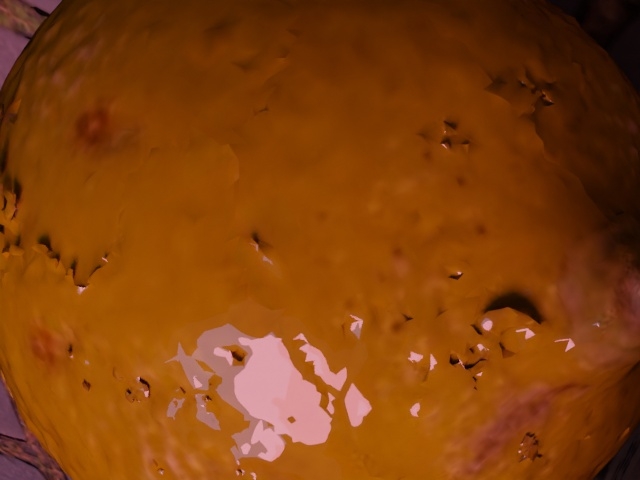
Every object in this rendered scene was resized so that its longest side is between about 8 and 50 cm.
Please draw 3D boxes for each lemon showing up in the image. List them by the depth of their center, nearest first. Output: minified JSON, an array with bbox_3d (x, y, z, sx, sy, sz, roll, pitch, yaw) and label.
[{"bbox_3d":[0.000,0.000,0.485,0.310,0.258,0.258,20,141,55],"label":"lemon"}]

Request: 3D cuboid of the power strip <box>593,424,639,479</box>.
[{"bbox_3d":[0.164,0.135,0.426,0.161,0.357,0.358,26,138,11],"label":"power strip"}]
